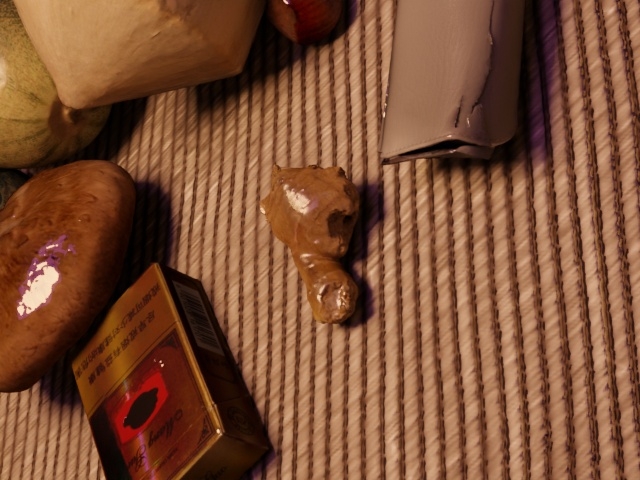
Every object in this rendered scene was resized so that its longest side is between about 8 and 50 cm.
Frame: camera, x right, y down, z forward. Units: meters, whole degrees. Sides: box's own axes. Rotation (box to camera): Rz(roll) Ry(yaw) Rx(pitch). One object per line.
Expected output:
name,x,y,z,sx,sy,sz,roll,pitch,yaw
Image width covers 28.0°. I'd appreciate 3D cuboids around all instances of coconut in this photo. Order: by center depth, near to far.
coconut,-0.188,-0.281,1.327,0.329,0.329,0.329,-22,56,37

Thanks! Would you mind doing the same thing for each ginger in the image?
ginger,0.006,-0.006,1.173,0.096,0.067,0.165,-41,60,24

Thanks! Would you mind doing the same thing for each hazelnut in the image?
hazelnut,-0.016,-0.241,1.306,0.086,0.086,0.086,-22,56,37

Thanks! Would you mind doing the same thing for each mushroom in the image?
mushroom,-0.301,0.031,1.398,0.278,0.146,0.278,-35,38,34

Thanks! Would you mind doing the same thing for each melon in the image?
melon,-0.376,-0.215,1.523,0.329,0.248,0.248,42,102,38

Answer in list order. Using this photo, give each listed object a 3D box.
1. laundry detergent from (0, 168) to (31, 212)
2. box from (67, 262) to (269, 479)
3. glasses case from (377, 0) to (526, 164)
laundry detergent,-0.441,-0.062,1.529,0.078,0.221,0.144,-38,47,27
box,-0.155,0.157,1.249,0.159,0.071,0.240,-44,44,18
glasses case,0.122,-0.199,1.138,0.128,0.083,0.308,-14,61,47
